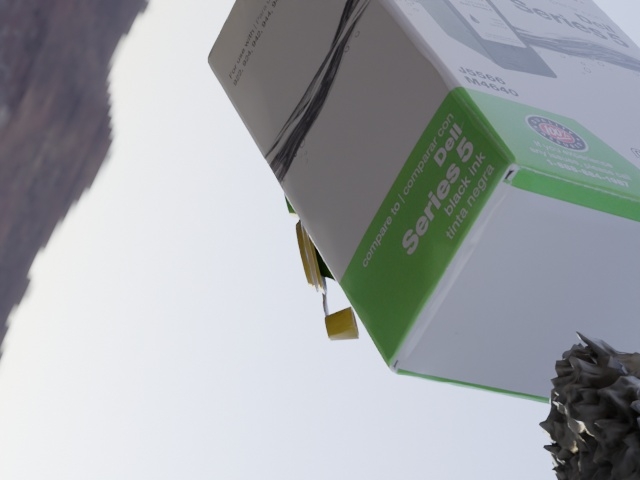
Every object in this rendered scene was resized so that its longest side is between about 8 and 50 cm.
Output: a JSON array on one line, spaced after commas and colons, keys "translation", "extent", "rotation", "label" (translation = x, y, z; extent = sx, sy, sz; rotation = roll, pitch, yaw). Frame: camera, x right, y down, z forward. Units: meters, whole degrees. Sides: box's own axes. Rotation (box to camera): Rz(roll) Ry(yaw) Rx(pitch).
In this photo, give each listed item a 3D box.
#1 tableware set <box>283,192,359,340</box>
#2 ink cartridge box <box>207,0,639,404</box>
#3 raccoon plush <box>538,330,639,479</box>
[{"translation": [0.000, 0.000, 1.073], "extent": [0.104, 0.024, 0.154], "rotation": [-98, 174, -53], "label": "tableware set"}, {"translation": [0.086, -0.045, 0.823], "extent": [0.115, 0.198, 0.273], "rotation": [-61, -145, 24], "label": "ink cartridge box"}, {"translation": [0.078, 0.255, 0.586], "extent": [0.446, 0.299, 0.216], "rotation": [-44, -152, -6], "label": "raccoon plush"}]
